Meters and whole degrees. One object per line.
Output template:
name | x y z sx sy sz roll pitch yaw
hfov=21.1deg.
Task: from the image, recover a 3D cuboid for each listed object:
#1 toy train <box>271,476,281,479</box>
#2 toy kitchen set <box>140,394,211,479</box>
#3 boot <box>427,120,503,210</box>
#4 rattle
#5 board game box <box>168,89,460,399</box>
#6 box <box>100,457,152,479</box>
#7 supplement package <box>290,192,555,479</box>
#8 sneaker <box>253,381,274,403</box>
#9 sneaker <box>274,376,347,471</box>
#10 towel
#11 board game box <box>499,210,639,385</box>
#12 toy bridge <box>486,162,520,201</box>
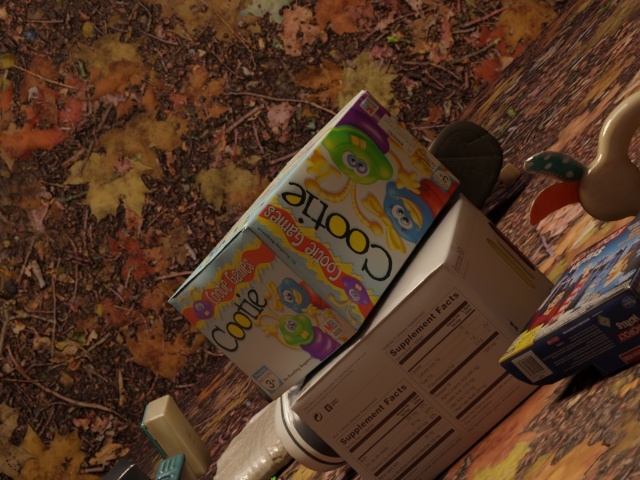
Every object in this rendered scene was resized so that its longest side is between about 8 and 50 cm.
toy train | -0.074 0.319 2.136 0.083 0.017 0.024 -41 17 41
toy kitchen set | -0.266 0.348 2.435 0.166 0.122 0.207 -24 25 17
boot | 0.094 0.024 2.416 0.377 0.138 0.284 -58 4 -23
rattle | 0.274 -0.070 1.560 0.199 0.130 0.143 -25 20 6
board game box | 0.000 0.000 1.679 0.144 0.142 0.275 -42 6 40
box | -0.217 0.361 2.163 0.093 0.158 0.156 -47 6 -11
supplement package | 0.107 0.099 1.667 0.204 0.145 0.262 -45 6 17
sneaker | -0.047 0.108 2.477 0.162 0.106 0.281 -87 5 -86
sneaker | 0.060 0.126 1.938 0.127 0.126 0.321 -49 0 40
towel | -0.065 0.262 2.325 0.187 0.049 0.282 -46 5 8
board game box | 0.263 0.029 1.435 0.194 0.060 0.194 -48 5 -33
toy bridge | 0.245 -0.076 2.572 0.063 0.026 0.188 -48 5 -10
